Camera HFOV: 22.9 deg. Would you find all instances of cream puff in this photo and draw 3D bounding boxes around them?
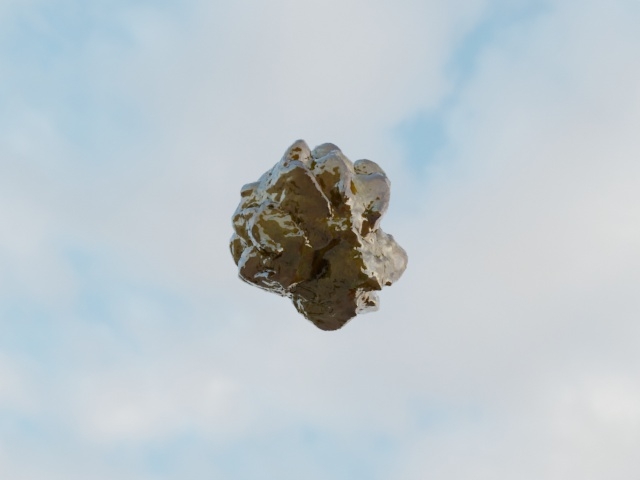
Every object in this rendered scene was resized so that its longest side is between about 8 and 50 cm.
[{"bbox_3d":[0.000,0.000,1.019,0.116,0.094,0.122,-21,-55,-8],"label":"cream puff"}]
